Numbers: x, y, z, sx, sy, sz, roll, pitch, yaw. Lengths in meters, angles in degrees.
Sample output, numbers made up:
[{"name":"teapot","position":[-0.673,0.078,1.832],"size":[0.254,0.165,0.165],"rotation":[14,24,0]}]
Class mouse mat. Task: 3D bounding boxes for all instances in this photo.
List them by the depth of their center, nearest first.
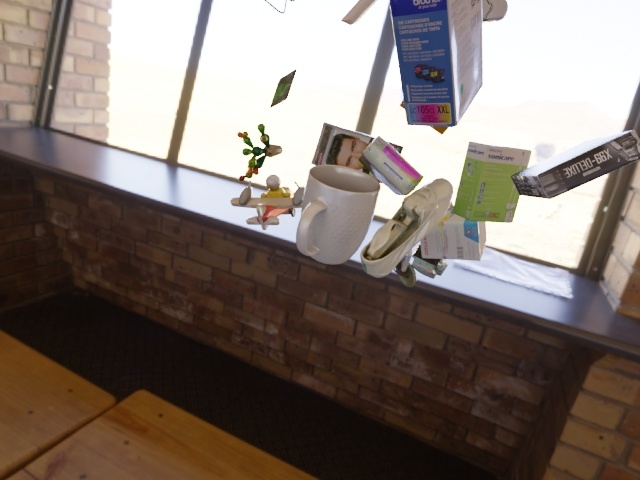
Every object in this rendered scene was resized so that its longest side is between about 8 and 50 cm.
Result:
[{"name":"mouse mat","position":[-0.170,-0.681,1.934],"size":[0.007,0.152,0.190],"rotation":[20,-7,-29]}]

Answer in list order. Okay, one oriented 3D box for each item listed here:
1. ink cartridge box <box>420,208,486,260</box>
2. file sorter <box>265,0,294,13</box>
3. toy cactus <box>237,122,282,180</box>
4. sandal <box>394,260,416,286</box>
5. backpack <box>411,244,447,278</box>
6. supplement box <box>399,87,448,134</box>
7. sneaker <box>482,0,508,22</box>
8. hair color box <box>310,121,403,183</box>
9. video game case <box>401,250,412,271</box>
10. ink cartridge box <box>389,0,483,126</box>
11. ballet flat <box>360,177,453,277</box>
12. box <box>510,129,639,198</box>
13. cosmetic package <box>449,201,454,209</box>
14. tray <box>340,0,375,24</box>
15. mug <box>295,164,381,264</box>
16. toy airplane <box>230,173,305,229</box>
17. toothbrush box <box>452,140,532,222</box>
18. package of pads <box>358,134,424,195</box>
[{"name":"ink cartridge box","position":[0.623,-0.039,2.027],"size":[0.270,0.198,0.197],"rotation":[2,29,30]},{"name":"file sorter","position":[-0.120,-1.053,1.624],"size":[0.202,0.290,0.182],"rotation":[39,-10,-6]},{"name":"toy cactus","position":[-0.220,-0.323,1.559],"size":[0.112,0.219,0.180],"rotation":[30,31,33]},{"name":"sandal","position":[0.445,0.134,2.442],"size":[0.086,0.302,0.120],"rotation":[-33,11,-40]},{"name":"backpack","position":[0.600,0.125,2.357],"size":[0.166,0.144,0.188],"rotation":[24,-4,40]},{"name":"supplement box","position":[0.396,-0.511,1.531],"size":[0.191,0.129,0.194],"rotation":[30,36,-11]},{"name":"sneaker","position":[0.590,-0.945,1.797],"size":[0.366,0.137,0.210],"rotation":[17,3,21]},{"name":"hair color box","position":[0.163,-0.370,1.862],"size":[0.374,0.185,0.113],"rotation":[7,20,-33]},{"name":"video game case","position":[0.377,0.023,1.881],"size":[0.022,0.173,0.190],"rotation":[5,-24,5]},{"name":"ink cartridge box","position":[0.307,-0.531,1.095],"size":[0.151,0.395,0.270],"rotation":[11,45,31]},{"name":"ballet flat","position":[0.270,-0.054,1.355],"size":[0.139,0.400,0.139],"rotation":[40,1,-1]},{"name":"box","position":[0.701,-0.207,1.213],"size":[0.242,0.076,0.307],"rotation":[-26,2,13]},{"name":"cosmetic package","position":[0.469,-0.151,1.693],"size":[0.115,0.060,0.041],"rotation":[22,47,-42]},{"name":"tray","position":[0.220,-1.129,2.042],"size":[0.030,0.270,0.145],"rotation":[37,15,-34]},{"name":"mug","position":[0.032,-0.073,1.609],"size":[0.276,0.328,0.374],"rotation":[26,30,24]},{"name":"toy airplane","position":[-0.266,-0.223,2.358],"size":[0.386,0.272,0.384],"rotation":[-11,20,-25]},{"name":"toothbrush box","position":[0.648,-0.219,1.634],"size":[0.206,0.283,0.122],"rotation":[1,20,-19]},{"name":"package of pads","position":[0.260,-0.270,1.611],"size":[0.229,0.101,0.296],"rotation":[42,7,-3]}]
